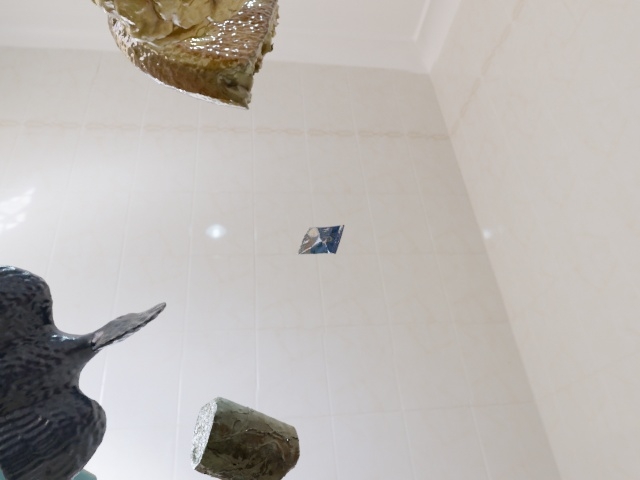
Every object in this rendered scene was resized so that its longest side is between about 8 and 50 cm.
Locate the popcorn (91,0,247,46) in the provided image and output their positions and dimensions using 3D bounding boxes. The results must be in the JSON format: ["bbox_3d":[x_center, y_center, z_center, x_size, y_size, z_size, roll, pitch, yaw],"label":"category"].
[{"bbox_3d":[-0.137,-0.283,0.490,0.163,0.194,0.140,23,-34,-3],"label":"popcorn"}]

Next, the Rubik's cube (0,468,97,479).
[{"bbox_3d":[-0.589,0.418,0.719,0.291,0.290,0.292,-2,-45,28],"label":"Rubik's cube"}]

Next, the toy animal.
[{"bbox_3d":[-0.272,0.115,0.425,0.176,0.239,0.255,-30,0,41],"label":"toy animal"}]

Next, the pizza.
[{"bbox_3d":[-0.202,-0.286,0.683,0.268,0.258,0.087,11,-44,0],"label":"pizza"}]

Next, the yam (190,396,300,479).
[{"bbox_3d":[-0.207,0.570,1.334,0.271,0.201,0.202,20,-36,-15],"label":"yam"}]

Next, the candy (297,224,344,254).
[{"bbox_3d":[0.000,-0.001,1.303,0.136,0.088,0.038,-2,-27,41],"label":"candy"}]
